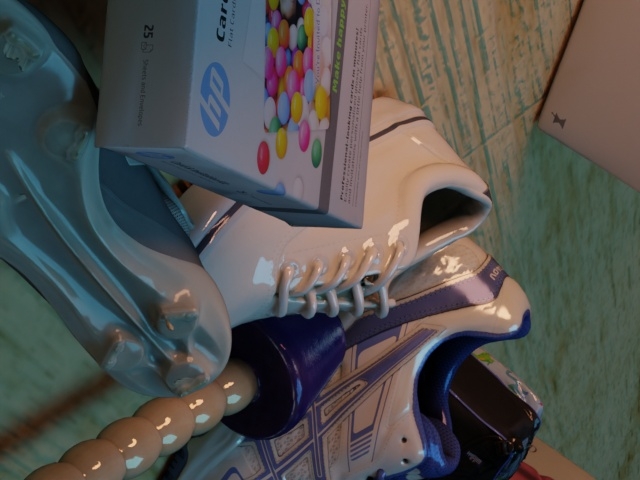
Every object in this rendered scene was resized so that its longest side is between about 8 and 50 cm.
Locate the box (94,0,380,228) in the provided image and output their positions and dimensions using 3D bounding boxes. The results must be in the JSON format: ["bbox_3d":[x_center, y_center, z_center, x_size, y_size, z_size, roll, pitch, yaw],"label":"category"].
[{"bbox_3d":[-0.023,-0.088,0.631,0.186,0.038,0.145,22,71,-67],"label":"box"}]

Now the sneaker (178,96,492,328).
[{"bbox_3d":[0.000,0.000,0.829,0.258,0.091,0.094,-34,151,-43],"label":"sneaker"}]

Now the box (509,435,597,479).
[{"bbox_3d":[0.110,0.264,1.388,0.232,0.148,0.127,-35,151,-44],"label":"box"}]

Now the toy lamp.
[{"bbox_3d":[-0.085,0.095,0.817,0.274,0.080,0.080,-26,145,-47],"label":"toy lamp"}]

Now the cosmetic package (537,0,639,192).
[{"bbox_3d":[0.289,-0.171,1.133,0.224,0.138,0.224,-34,151,-41],"label":"cosmetic package"}]

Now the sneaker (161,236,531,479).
[{"bbox_3d":[0.008,0.121,0.980,0.296,0.131,0.112,-57,161,10],"label":"sneaker"}]

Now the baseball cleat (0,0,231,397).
[{"bbox_3d":[-0.101,-0.027,0.613,0.072,0.109,0.206,-26,128,0],"label":"baseball cleat"}]

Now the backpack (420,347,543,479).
[{"bbox_3d":[0.114,0.147,1.282,0.084,0.105,0.114,-33,155,-42],"label":"backpack"}]
